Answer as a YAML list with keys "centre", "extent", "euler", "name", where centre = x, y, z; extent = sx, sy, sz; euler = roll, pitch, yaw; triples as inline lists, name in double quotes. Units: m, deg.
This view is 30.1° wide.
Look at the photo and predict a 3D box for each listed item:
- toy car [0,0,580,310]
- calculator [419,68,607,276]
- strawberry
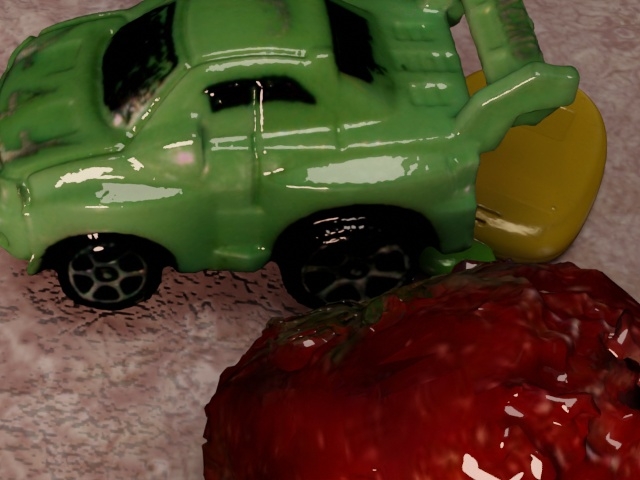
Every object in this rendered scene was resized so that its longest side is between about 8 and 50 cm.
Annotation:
- centre: [-0.036, -0.084, 0.779]
  extent: [0.359, 0.176, 0.213]
  euler: [0, 48, -6]
  name: "toy car"
- centre: [0.135, -0.054, 0.893]
  extent: [0.146, 0.032, 0.235]
  euler: [22, 50, 12]
  name: "calculator"
- centre: [0.086, 0.123, 0.634]
  extent: [0.274, 0.274, 0.220]
  euler: [-19, 92, -21]
  name: "strawberry"
